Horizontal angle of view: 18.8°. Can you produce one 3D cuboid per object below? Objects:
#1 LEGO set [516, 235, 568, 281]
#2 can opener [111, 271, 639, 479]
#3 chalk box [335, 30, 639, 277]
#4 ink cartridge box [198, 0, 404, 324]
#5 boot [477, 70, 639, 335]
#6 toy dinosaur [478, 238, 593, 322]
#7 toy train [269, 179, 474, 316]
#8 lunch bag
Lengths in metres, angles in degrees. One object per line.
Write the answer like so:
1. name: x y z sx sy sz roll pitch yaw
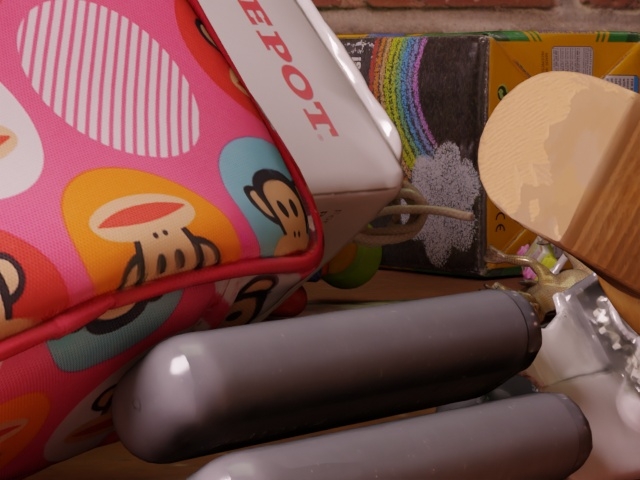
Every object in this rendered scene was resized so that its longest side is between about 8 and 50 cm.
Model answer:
1. LEGO set: 0.213 -0.001 1.336 0.132 0.107 0.287 38 12 16
2. can opener: 0.044 0.061 0.631 0.093 0.074 0.280 -39 -22 34
3. chalk box: 0.087 -0.074 1.504 0.179 0.180 0.289 -4 7 -40
4. ink cartridge box: -0.182 -0.079 0.829 0.384 0.279 0.160 -6 -31 -52
5. boot: 0.196 0.045 0.569 0.211 0.104 0.295 24 9 -41
6. toy dinosaur: 0.159 0.027 1.159 0.183 0.053 0.092 -11 26 -34
7. toy train: 0.000 0.000 1.176 0.248 0.105 0.143 2 -8 25
8. lunch bag: -0.160 -0.045 0.562 0.293 0.258 0.120 -17 -22 -51
